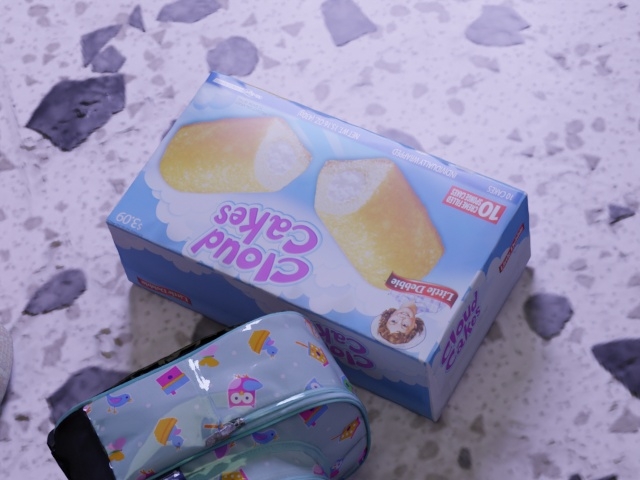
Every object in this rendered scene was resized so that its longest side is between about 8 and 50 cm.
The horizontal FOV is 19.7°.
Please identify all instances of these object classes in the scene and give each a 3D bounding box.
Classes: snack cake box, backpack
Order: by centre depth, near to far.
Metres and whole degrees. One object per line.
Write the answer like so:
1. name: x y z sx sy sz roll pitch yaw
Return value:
1. backpack: -0.057 0.140 1.189 0.188 0.166 0.144 -34 61 -10
2. snack cake box: 0.000 0.000 1.315 0.264 0.089 0.152 23 63 21

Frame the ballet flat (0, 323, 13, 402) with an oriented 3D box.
1. ballet flat: -0.260 0.118 1.300 0.057 0.052 0.168 6 59 12
